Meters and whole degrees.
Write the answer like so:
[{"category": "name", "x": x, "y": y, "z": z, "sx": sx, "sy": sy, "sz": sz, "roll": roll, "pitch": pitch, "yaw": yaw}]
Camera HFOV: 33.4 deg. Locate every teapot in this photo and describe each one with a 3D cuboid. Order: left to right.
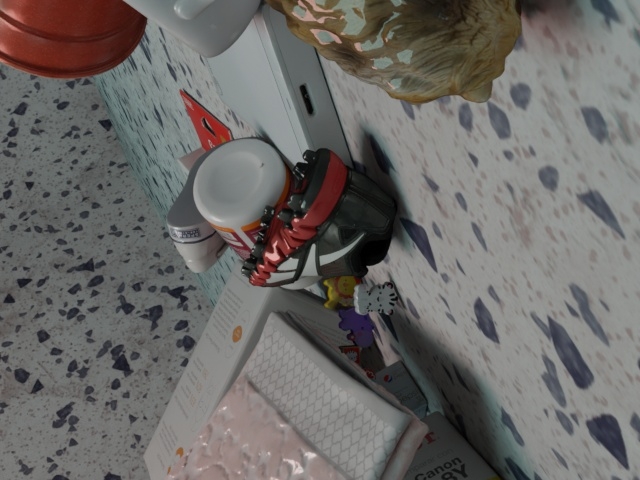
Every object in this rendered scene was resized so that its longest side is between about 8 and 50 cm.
[{"category": "teapot", "x": -0.139, "y": -0.309, "z": 1.021, "sx": 0.256, "sy": 0.187, "sz": 0.252, "roll": 37, "pitch": -174, "yaw": 2}]

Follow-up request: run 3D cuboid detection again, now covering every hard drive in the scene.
[{"category": "hard drive", "x": -0.080, "y": -0.218, "z": 1.273, "sx": 0.353, "sy": 0.047, "sz": 0.233, "roll": 45, "pitch": 159, "yaw": 56}]

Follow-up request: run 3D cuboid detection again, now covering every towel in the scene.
[{"category": "towel", "x": -0.051, "y": 0.269, "z": 1.244, "sx": 0.053, "sy": 0.317, "sz": 0.332, "roll": 30, "pitch": -178, "yaw": -34}]

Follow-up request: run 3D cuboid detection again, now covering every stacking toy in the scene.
[{"category": "stacking toy", "x": 0.050, "y": 0.150, "z": 1.343, "sx": 0.167, "sy": 0.052, "sz": 0.221, "roll": -178, "pitch": 86, "yaw": -76}]

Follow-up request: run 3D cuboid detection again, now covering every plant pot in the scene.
[{"category": "plant pot", "x": -0.309, "y": -0.385, "z": 1.316, "sx": 0.272, "sy": 0.272, "sz": 0.265, "roll": 60, "pitch": 146, "yaw": 10}]

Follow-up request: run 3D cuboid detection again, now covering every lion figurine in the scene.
[{"category": "lion figurine", "x": -0.003, "y": -0.272, "z": 0.611, "sx": 0.240, "sy": 0.142, "sz": 0.392, "roll": 31, "pitch": 143, "yaw": 55}]

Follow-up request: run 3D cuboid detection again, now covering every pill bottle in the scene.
[{"category": "pill bottle", "x": -0.065, "y": -0.026, "z": 1.370, "sx": 0.121, "sy": 0.121, "sz": 0.221, "roll": 55, "pitch": -179, "yaw": 33}]

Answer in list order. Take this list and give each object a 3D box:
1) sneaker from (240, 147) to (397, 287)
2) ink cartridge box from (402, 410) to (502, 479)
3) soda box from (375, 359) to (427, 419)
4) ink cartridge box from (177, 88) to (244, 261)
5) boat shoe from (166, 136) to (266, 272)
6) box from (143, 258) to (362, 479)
[{"category": "sneaker", "x": 0.000, "y": 0.000, "z": 1.176, "sx": 0.135, "sy": 0.098, "sz": 0.276, "roll": 23, "pitch": 152, "yaw": -11}, {"category": "ink cartridge box", "x": 0.126, "y": 0.409, "z": 1.206, "sx": 0.385, "sy": 0.279, "sz": 0.160, "roll": 46, "pitch": 159, "yaw": 54}, {"category": "soda box", "x": 0.097, "y": 0.248, "z": 1.496, "sx": 0.074, "sy": 0.069, "sz": 0.216, "roll": 58, "pitch": 167, "yaw": 24}, {"category": "ink cartridge box", "x": -0.191, "y": -0.114, "z": 1.936, "sx": 0.296, "sy": 0.066, "sz": 0.261, "roll": 42, "pitch": 158, "yaw": 58}, {"category": "boat shoe", "x": -0.132, "y": -0.054, "z": 1.476, "sx": 0.267, "sy": 0.096, "sz": 0.088, "roll": -72, "pitch": -25, "yaw": -55}, {"category": "box", "x": -0.101, "y": 0.230, "z": 1.572, "sx": 0.168, "sy": 0.345, "sz": 0.215, "roll": 26, "pitch": -179, "yaw": -20}]
